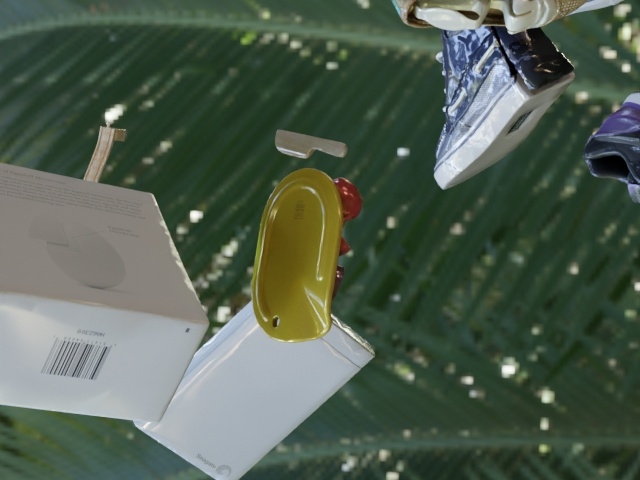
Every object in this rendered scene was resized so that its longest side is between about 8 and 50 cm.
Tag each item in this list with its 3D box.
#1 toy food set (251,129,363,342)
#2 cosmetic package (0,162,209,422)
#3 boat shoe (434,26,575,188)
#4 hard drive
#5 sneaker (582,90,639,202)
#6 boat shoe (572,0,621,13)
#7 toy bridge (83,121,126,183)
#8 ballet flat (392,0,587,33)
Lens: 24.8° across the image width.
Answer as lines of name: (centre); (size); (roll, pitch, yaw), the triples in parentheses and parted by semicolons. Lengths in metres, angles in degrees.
toy food set: (0.000, 0.000, 1.490); (0.071, 0.128, 0.218); (12, -94, -39)
cosmetic package: (-0.260, 0.047, 1.422); (0.138, 0.224, 0.225); (-61, 34, 27)
boat shoe: (0.212, -0.203, 1.946); (0.158, 0.127, 0.340); (59, 152, 11)
hard drive: (-0.112, 0.242, 2.446); (0.233, 0.353, 0.047); (40, -166, -32)
sneaker: (0.434, -0.072, 1.721); (0.124, 0.283, 0.107); (-40, -50, -17)
boat shoe: (0.343, -0.370, 2.008); (0.094, 0.302, 0.109); (17, -118, -41)
toy bridge: (-0.278, -0.055, 1.807); (0.063, 0.026, 0.188); (-12, -67, -76)
ballet flat: (0.174, -0.237, 1.473); (0.073, 0.206, 0.067); (84, -173, -49)
